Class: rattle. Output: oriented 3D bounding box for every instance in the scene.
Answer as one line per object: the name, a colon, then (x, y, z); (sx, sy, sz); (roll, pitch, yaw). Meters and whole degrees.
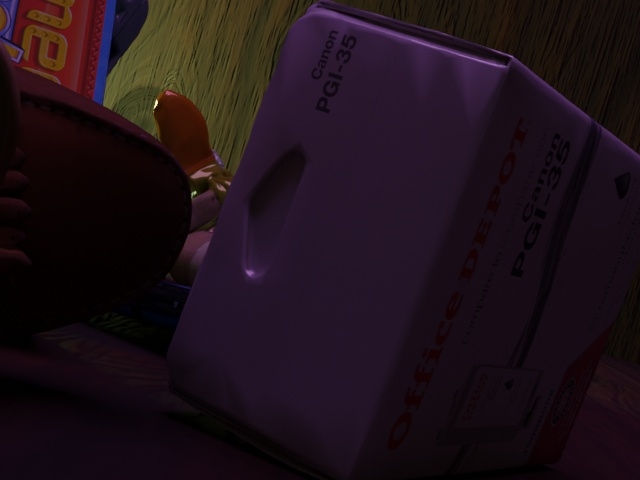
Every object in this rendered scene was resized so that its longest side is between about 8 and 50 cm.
rattle: (-0.155, -0.048, 1.090); (0.143, 0.130, 0.200); (43, -15, -4)

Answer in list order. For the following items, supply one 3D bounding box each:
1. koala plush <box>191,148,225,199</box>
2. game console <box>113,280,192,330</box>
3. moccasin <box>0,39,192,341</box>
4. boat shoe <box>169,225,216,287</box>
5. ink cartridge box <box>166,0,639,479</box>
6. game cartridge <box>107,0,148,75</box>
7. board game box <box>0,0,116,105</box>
koala plush: (-0.113, -0.026, 1.323); (0.221, 0.196, 0.203); (16, -11, 2)
game console: (0.000, 0.000, 0.779); (0.250, 0.173, 0.293); (12, -4, 32)
moccasin: (-0.178, -0.019, 0.334); (0.147, 0.139, 0.380); (18, 2, 36)
boat shoe: (-0.034, 0.023, 1.104); (0.110, 0.121, 0.341); (15, 2, 24)
ink cartridge box: (0.072, 0.017, 0.578); (0.117, 0.207, 0.283); (24, 5, 32)
game cartridge: (-0.307, -0.132, 0.918); (0.198, 0.297, 0.062); (15, -29, 30)
board game box: (-0.273, -0.135, 0.578); (0.302, 0.308, 0.086); (16, -30, -28)
